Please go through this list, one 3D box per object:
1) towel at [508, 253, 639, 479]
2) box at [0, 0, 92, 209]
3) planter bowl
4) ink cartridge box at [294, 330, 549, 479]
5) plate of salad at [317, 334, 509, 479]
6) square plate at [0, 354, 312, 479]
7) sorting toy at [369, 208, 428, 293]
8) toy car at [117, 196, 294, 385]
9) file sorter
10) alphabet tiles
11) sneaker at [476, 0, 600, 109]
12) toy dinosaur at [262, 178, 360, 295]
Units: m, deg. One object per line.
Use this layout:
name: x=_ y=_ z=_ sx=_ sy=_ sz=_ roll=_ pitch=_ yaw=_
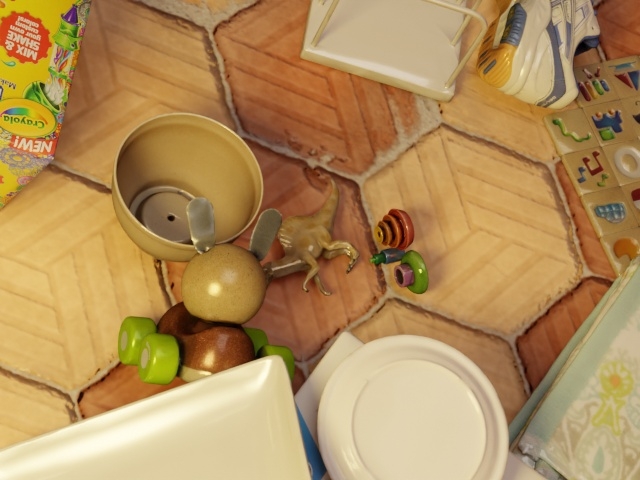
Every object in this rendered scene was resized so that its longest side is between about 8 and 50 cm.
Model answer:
towel: x=0.398 y=0.224 z=1.948 sx=0.320 sy=0.090 sz=0.374 roll=41 pitch=58 yaw=0
box: x=-0.411 y=-0.220 z=1.808 sx=0.290 sy=0.177 sz=0.279 roll=21 pitch=61 yaw=-24
planter bowl: x=-0.154 y=-0.042 z=1.881 sx=0.162 sy=0.109 sz=0.162 roll=8 pitch=61 yaw=-15
ink cartridge box: x=0.074 y=0.280 z=1.779 sx=0.307 sy=0.129 sz=0.223 roll=37 pitch=57 yaw=3
plate of salad: x=0.090 y=0.192 z=1.728 sx=0.200 sy=0.048 sz=0.200 roll=5 pitch=71 yaw=-14
square plate: x=-0.161 y=0.293 z=1.616 sx=0.347 sy=0.049 sz=0.344 roll=-19 pitch=44 yaw=3
sorting toy: x=0.083 y=0.016 z=1.962 sx=0.042 sy=0.061 sz=0.102 roll=-15 pitch=88 yaw=-24
toy car: x=-0.106 y=0.052 z=1.788 sx=0.155 sy=0.149 sz=0.188 roll=7 pitch=98 yaw=-24
file sorter: x=0.109 y=-0.346 z=2.094 sx=0.193 sy=0.173 sz=0.278 roll=16 pitch=60 yaw=-10
alphabet tiles: x=0.440 y=-0.081 z=2.164 sx=0.285 sy=0.011 sz=0.342 roll=-13 pitch=68 yaw=-25
sneaker: x=0.290 y=-0.291 z=2.178 sx=0.131 sy=0.112 sz=0.296 roll=27 pitch=65 yaw=-16
toy dinosaur: x=0.000 y=0.000 z=1.946 sx=0.092 sy=0.053 sz=0.183 roll=37 pitch=58 yaw=4
